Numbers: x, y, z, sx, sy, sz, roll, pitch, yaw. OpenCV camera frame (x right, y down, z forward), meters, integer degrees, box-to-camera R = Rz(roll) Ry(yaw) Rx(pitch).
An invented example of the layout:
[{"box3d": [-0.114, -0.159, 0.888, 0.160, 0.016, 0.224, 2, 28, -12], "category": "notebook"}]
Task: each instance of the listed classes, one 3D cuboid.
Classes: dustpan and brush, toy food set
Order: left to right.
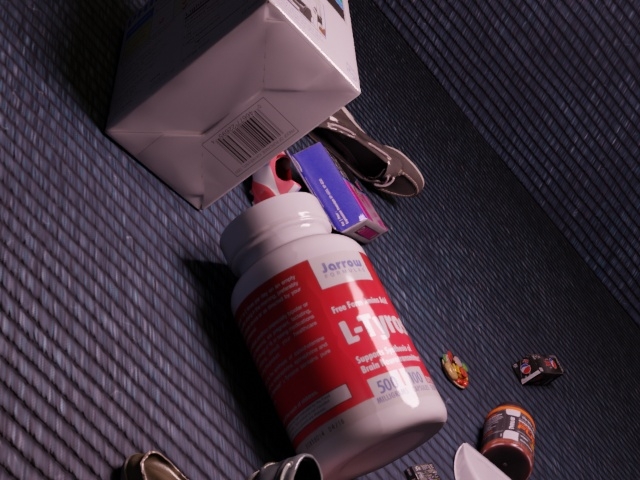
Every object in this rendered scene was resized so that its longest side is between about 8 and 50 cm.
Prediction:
[{"box3d": [0.278, 0.267, 2.325, 0.083, 0.020, 0.082, 41, 26, -28], "category": "toy food set"}, {"box3d": [0.292, 0.471, 2.030, 0.147, 0.060, 0.211, 40, 17, -4], "category": "dustpan and brush"}]

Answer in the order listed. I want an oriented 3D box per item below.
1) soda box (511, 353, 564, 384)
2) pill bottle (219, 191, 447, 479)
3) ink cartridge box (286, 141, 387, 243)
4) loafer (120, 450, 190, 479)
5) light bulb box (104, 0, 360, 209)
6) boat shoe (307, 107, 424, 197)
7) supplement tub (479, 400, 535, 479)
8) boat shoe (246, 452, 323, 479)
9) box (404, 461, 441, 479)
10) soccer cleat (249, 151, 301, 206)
[{"box3d": [0.521, 0.309, 2.690, 0.169, 0.060, 0.053, 12, 45, -57], "category": "soda box"}, {"box3d": [0.004, 0.140, 1.700, 0.229, 0.229, 0.407, 12, 46, -58], "category": "pill bottle"}, {"box3d": [0.038, -0.090, 2.197, 0.176, 0.069, 0.371, 58, 9, 9], "category": "ink cartridge box"}, {"box3d": [-0.130, 0.335, 1.314, 0.251, 0.087, 0.094, 46, 21, 8], "category": "loafer"}, {"box3d": [-0.146, -0.310, 1.884, 0.225, 0.358, 0.361, 42, 26, -30], "category": "light bulb box"}, {"box3d": [0.092, -0.184, 2.518, 0.335, 0.112, 0.095, 39, 44, -20], "category": "boat shoe"}, {"box3d": [0.368, 0.392, 2.211, 0.106, 0.106, 0.198, 50, 23, -9], "category": "supplement tub"}, {"box3d": [-0.037, 0.402, 1.411, 0.116, 0.099, 0.319, 40, 26, -30], "category": "boat shoe"}, {"box3d": [0.182, 0.415, 1.926, 0.083, 0.018, 0.067, 9, 49, -60], "category": "box"}, {"box3d": [-0.100, -0.157, 2.096, 0.083, 0.095, 0.248, 30, 32, -44], "category": "soccer cleat"}]
